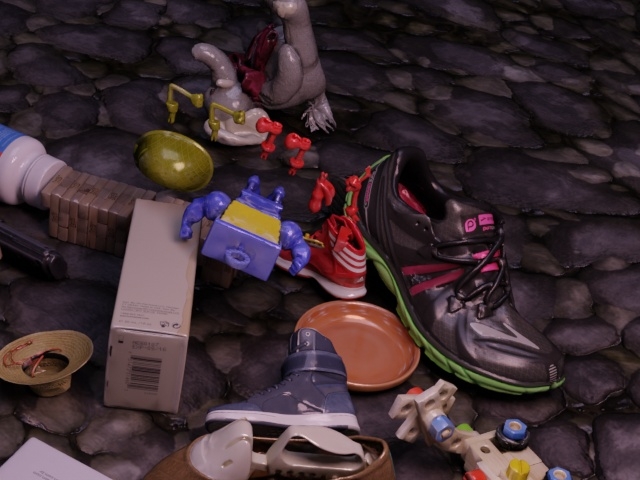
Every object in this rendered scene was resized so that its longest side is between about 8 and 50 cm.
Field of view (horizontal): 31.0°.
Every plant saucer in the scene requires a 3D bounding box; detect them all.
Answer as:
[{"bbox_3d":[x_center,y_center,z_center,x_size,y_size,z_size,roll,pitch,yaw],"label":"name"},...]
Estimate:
[{"bbox_3d":[0.055,0.170,1.808,0.200,0.037,0.200,7,35,-5],"label":"plant saucer"}]

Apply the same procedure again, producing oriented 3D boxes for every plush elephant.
[{"bbox_3d":[-0.134,-0.325,2.266,0.256,0.330,0.272,-21,28,-5],"label":"plush elephant"}]

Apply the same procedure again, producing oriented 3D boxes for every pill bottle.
[{"bbox_3d":[-0.549,-0.134,1.983,0.222,0.124,0.124,22,37,16],"label":"pill bottle"}]

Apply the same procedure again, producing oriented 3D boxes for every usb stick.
[{"bbox_3d":[-0.532,-0.013,1.869,0.278,0.077,0.045,25,68,18],"label":"usb stick"}]

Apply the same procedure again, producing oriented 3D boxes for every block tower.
[{"bbox_3d":[-0.293,-0.023,1.930,0.336,0.097,0.091,17,36,5],"label":"block tower"}]

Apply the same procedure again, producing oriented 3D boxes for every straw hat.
[{"bbox_3d":[-0.388,0.188,1.645,0.145,0.061,0.144,-5,28,3],"label":"straw hat"}]

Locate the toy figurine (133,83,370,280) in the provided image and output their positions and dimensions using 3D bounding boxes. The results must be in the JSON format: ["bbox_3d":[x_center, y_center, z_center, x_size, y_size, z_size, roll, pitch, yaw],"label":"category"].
[{"bbox_3d":[-0.120,-0.051,1.702,0.363,0.191,0.217,25,37,-6],"label":"toy figurine"}]

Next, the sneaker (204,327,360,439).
[{"bbox_3d":[-0.063,0.206,1.651,0.226,0.086,0.163,5,58,-23],"label":"sneaker"}]

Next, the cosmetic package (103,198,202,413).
[{"bbox_3d":[-0.248,0.092,1.730,0.113,0.160,0.309,8,37,-6],"label":"cosmetic package"}]

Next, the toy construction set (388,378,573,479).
[{"bbox_3d":[0.225,0.334,1.553,0.215,0.151,0.327,-12,53,-28],"label":"toy construction set"}]

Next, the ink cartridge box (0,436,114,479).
[{"bbox_3d":[-0.311,0.417,1.352,0.324,0.071,0.330,24,42,17],"label":"ink cartridge box"}]

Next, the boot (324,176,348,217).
[{"bbox_3d":[0.137,-0.045,2.098,0.246,0.083,0.161,38,38,21],"label":"boot"}]

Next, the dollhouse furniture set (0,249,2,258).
[{"bbox_3d":[-0.653,-0.045,1.698,0.304,0.286,0.198,3,35,8],"label":"dollhouse furniture set"}]

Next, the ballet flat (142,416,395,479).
[{"bbox_3d":[-0.063,0.294,1.534,0.343,0.124,0.116,4,36,-9],"label":"ballet flat"}]

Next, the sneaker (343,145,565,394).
[{"bbox_3d":[0.216,0.044,1.831,0.185,0.202,0.482,-15,58,-45],"label":"sneaker"}]

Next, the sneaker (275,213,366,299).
[{"bbox_3d":[0.000,0.000,1.923,0.221,0.128,0.087,26,29,34],"label":"sneaker"}]
